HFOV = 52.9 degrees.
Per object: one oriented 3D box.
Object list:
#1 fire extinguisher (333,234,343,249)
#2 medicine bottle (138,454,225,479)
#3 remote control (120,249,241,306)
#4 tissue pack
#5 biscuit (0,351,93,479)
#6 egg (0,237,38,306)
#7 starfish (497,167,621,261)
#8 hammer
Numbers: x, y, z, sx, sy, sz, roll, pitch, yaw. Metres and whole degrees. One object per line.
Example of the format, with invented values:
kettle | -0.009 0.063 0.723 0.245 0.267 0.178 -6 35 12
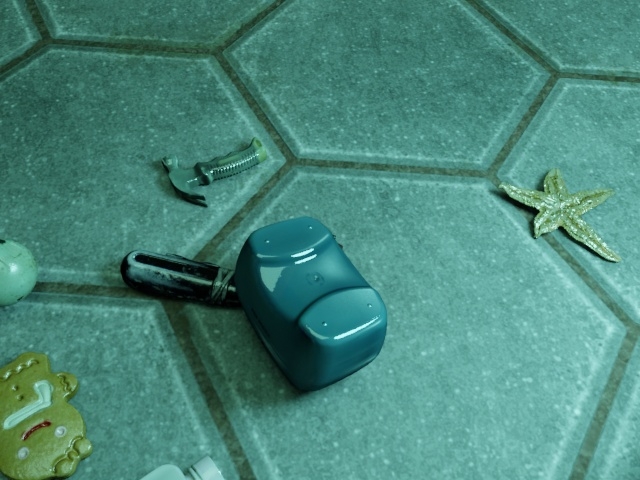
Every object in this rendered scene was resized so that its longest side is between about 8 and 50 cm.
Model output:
fire extinguisher | 0.001 -0.005 1.336 0.100 0.032 0.046 23 65 7
medicine bottle | -0.234 0.409 0.982 0.183 0.069 0.119 -32 56 -23
remote control | -0.259 0.069 1.246 0.265 0.066 0.090 10 56 6
tissue pack | -0.024 0.119 1.141 0.198 0.206 0.287 -21 57 -28
biscuit | -0.486 0.300 1.079 0.184 0.035 0.249 -28 59 -21
egg | -0.607 0.050 1.207 0.164 0.131 0.131 34 58 28
starfish | 0.545 -0.074 1.402 0.295 0.048 0.231 37 59 22
hammer | -0.226 -0.164 1.444 0.226 0.041 0.159 -24 57 -20
